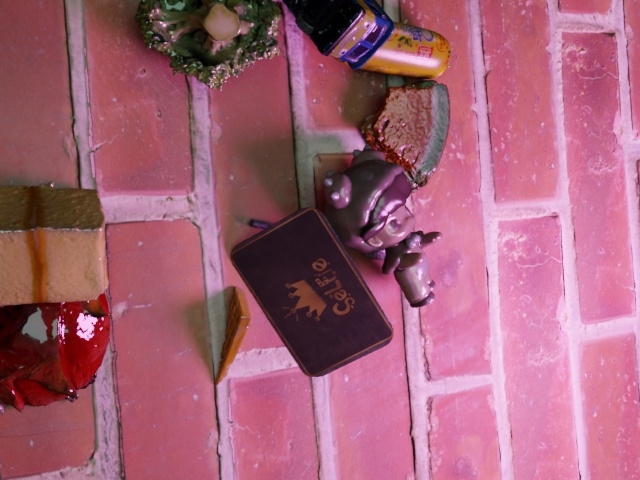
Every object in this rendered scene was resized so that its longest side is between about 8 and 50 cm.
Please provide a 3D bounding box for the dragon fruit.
[{"bbox_3d":[-0.547,0.193,1.548,0.282,0.100,0.343,44,74,-21],"label":"dragon fruit"}]

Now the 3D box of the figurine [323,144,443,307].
[{"bbox_3d":[0.148,-0.026,1.780,0.380,0.203,0.248,57,45,-10],"label":"figurine"}]

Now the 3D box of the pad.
[{"bbox_3d":[0.007,0.117,1.710,0.315,0.063,0.375,-30,102,14],"label":"pad"}]

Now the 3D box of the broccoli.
[{"bbox_3d":[-0.224,-0.448,1.628,0.288,0.259,0.235,-30,142,-2],"label":"broccoli"}]

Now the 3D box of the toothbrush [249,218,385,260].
[{"bbox_3d":[0.000,0.000,1.820,0.354,0.024,0.029,13,92,-23],"label":"toothbrush"}]

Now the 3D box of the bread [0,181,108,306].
[{"bbox_3d":[-0.556,-0.002,1.511,0.264,0.236,0.198,-1,123,-22],"label":"bread"}]

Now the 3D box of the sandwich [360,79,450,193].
[{"bbox_3d":[0.217,-0.277,1.871,0.212,0.109,0.292,33,77,-20],"label":"sandwich"}]

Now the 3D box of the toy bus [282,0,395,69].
[{"bbox_3d":[0.011,-0.526,1.681,0.175,0.138,0.287,3,48,-57],"label":"toy bus"}]

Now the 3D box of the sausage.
[{"bbox_3d":[0.165,-0.461,1.845,0.347,0.123,0.123,5,87,-24],"label":"sausage"}]

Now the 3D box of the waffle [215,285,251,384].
[{"bbox_3d":[-0.207,0.214,1.737,0.032,0.125,0.190,13,118,-25],"label":"waffle"}]
